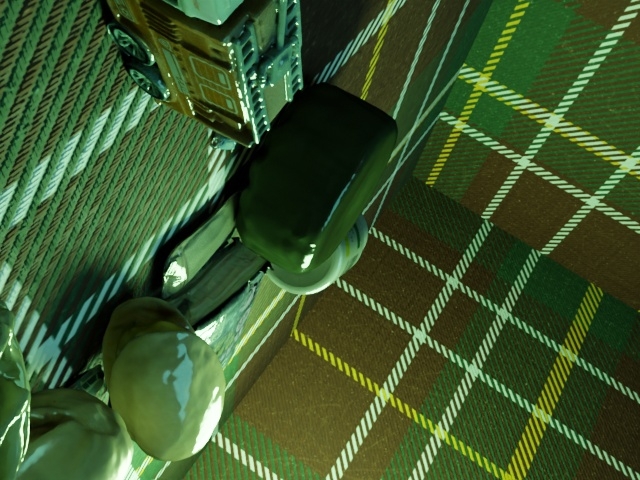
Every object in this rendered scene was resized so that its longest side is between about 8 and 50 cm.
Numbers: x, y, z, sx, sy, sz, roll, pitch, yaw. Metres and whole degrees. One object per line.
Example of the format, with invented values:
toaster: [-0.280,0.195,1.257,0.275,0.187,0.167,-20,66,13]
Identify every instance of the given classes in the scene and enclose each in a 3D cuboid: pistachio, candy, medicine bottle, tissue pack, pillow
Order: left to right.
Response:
pistachio: [-0.380,0.305,0.721,0.318,0.194,0.213,-36,148,-36]
pistachio: [-0.252,0.234,0.985,0.187,0.188,0.299,-47,145,-46]
tissue pack: [-0.247,0.193,1.231,0.259,0.122,0.361,-45,166,-44]
pillow: [-0.205,0.003,1.053,0.232,0.038,0.130,-52,167,-40]
candy: [-0.147,-0.147,0.916,0.030,0.020,0.083,-62,168,17]
medicine bottle: [0.000,0.000,1.532,0.208,0.208,0.340,-60,170,18]

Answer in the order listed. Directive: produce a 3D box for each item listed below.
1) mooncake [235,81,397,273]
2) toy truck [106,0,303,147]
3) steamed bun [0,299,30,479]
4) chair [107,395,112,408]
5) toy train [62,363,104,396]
mooncake: [-0.013,-0.115,1.145,0.356,0.194,0.356,-56,170,-15]
toy truck: [-0.099,-0.213,0.529,0.136,0.162,0.305,-54,169,-15]
steamed bun: [-0.331,0.146,0.422,0.276,0.203,0.289,-53,168,-24]
chair: [-0.401,0.308,1.006,0.084,0.102,0.212,-61,-154,27]
toy train: [-0.403,0.266,0.905,0.207,0.047,0.043,-45,166,-44]
